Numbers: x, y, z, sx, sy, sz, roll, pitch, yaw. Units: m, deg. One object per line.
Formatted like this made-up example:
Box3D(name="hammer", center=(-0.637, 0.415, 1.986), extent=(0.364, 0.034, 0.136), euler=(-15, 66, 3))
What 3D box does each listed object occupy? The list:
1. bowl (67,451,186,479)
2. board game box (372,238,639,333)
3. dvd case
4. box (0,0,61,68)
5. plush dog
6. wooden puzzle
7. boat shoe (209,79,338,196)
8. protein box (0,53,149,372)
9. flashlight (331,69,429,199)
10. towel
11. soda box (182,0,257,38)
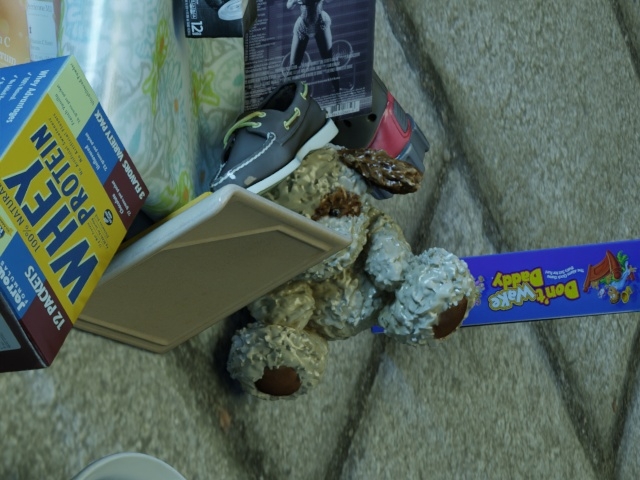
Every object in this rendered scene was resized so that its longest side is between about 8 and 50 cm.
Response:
Box3D(name="bowl", center=(-0.197, 0.322, 1.561), extent=(0.298, 0.134, 0.298), euler=(23, 64, -59))
Box3D(name="board game box", center=(0.261, 0.052, 2.244), extent=(0.233, 0.347, 0.078), euler=(1, 83, -61))
Box3D(name="dvd case", center=(-0.016, -0.218, 1.983), extent=(0.164, 0.018, 0.221), euler=(-14, 121, -28))
Box3D(name="box", center=(-0.279, -0.186, 1.572), extent=(0.130, 0.091, 0.171), euler=(24, 63, -58))
Box3D(name="plush dog", center=(0.000, 0.000, 1.953), extent=(0.211, 0.262, 0.225), euler=(-115, -173, -54))
Box3D(name="wooden puzzle", center=(-0.113, 0.023, 1.713), extent=(0.238, 0.221, 0.044), euler=(18, 46, -61))
Box3D(name="boat shoe", center=(-0.054, -0.086, 1.778), extent=(0.069, 0.081, 0.228), euler=(59, 26, -8))
Box3D(name="protein box", center=(-0.270, -0.013, 1.431), extent=(0.136, 0.201, 0.200), euler=(63, 34, -32))
Box3D(name="flashlight", center=(0.009, -0.171, 2.105), extent=(0.103, 0.103, 0.304), euler=(-50, 131, -11))
Box3D(name="towel", center=(-0.142, -0.164, 1.723), extent=(0.374, 0.090, 0.321), euler=(53, 36, -71))
Box3D(name="soda box", center=(-0.089, -0.257, 1.639), extent=(0.060, 0.053, 0.169), euler=(-62, 150, -66))
